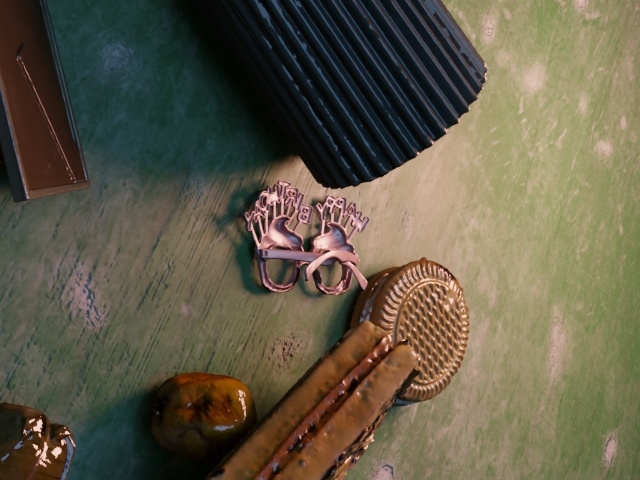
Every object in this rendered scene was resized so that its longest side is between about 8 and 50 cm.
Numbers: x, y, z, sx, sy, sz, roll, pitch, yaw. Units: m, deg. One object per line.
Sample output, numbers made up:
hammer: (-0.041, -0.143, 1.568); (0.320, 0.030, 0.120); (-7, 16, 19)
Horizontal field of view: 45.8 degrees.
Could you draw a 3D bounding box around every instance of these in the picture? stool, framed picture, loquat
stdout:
stool: (0.018, -0.286, 1.025); (0.330, 0.297, 0.297); (51, 58, -26)
framed picture: (-0.309, -0.175, 0.809); (0.023, 0.189, 0.260); (-10, 99, 2)
loquat: (-0.151, 0.223, 0.968); (0.137, 0.137, 0.113); (-2, 117, -43)

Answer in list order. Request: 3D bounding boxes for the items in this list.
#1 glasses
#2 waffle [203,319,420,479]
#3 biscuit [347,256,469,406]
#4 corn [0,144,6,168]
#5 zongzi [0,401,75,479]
glasses: (-0.005, -0.006, 1.128); (0.255, 0.095, 0.162); (8, 76, -45)
waffle: (-0.031, 0.299, 1.003); (0.376, 0.114, 0.261); (-41, 159, -37)
biscuit: (0.154, 0.155, 1.279); (0.259, 0.079, 0.259); (1, 88, -42)
corn: (-0.398, -0.204, 0.766); (0.106, 0.106, 0.293); (-34, 109, -38)
zongzi: (-0.410, 0.266, 0.713); (0.300, 0.145, 0.274); (31, 67, -37)
